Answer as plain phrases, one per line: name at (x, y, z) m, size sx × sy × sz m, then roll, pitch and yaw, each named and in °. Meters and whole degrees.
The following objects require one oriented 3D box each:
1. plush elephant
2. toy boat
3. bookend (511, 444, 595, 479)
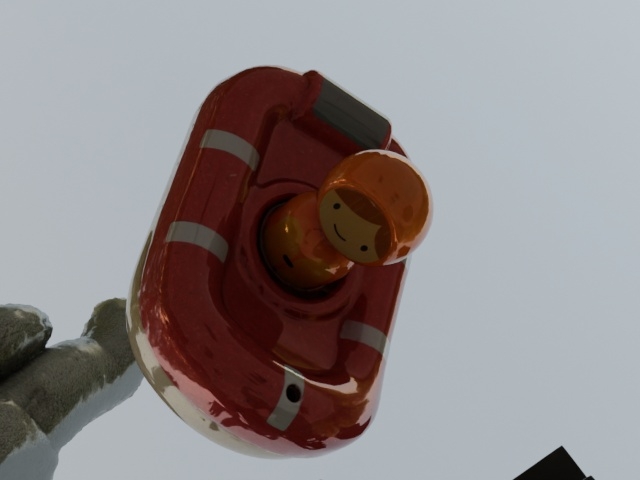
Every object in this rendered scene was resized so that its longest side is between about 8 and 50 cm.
plush elephant at (-0.321, 0.143, 0.892) m, size 0.255 × 0.271 × 0.330 m, roll 25°, pitch -167°, yaw 17°
toy boat at (0.000, 0.000, 0.677) m, size 0.151 × 0.151 × 0.231 m, roll 31°, pitch -124°, yaw -24°
bookend at (0.156, 0.192, 0.794) m, size 0.072 × 0.157 × 0.156 m, roll -35°, pitch -133°, yaw 1°
